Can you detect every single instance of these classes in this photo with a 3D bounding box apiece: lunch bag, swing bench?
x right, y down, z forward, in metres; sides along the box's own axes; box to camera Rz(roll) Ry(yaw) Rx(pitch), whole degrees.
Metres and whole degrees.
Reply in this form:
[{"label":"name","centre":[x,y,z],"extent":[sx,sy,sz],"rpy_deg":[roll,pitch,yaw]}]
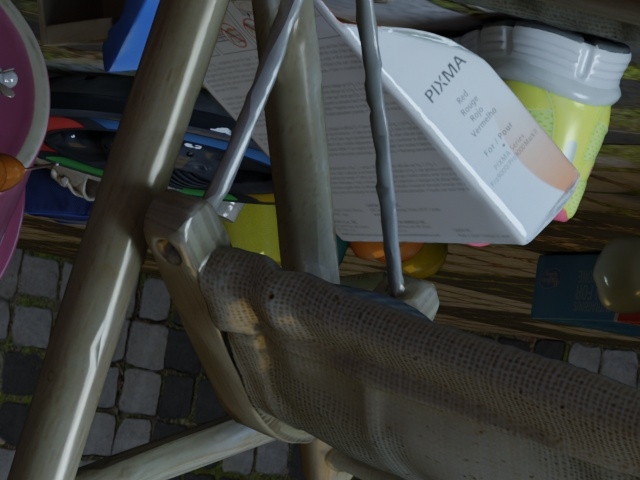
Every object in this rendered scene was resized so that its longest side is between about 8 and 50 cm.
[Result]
[{"label":"lunch bag","centre":[-0.180,-0.046,1.482],"extent":[0.098,0.067,0.065],"rpy_deg":[5,175,24]},{"label":"swing bench","centre":[0.062,0.007,0.488],"extent":[0.253,0.255,0.165],"rpy_deg":[20,-159,34]}]

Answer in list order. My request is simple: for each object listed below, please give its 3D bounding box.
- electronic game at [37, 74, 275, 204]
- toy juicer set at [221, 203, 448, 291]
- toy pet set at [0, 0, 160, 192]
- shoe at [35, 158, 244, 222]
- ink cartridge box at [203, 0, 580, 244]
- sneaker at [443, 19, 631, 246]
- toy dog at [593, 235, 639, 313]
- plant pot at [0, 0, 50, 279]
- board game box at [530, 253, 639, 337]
[{"label":"electronic game","centre":[-0.097,-0.058,1.228],"extent":[0.229,0.048,0.229],"rpy_deg":[9,172,1]},{"label":"toy juicer set","centre":[0.000,0.000,1.660],"extent":[0.209,0.089,0.329],"rpy_deg":[-3,168,-7]},{"label":"toy pet set","centre":[-0.090,-0.079,0.671],"extent":[0.065,0.122,0.114],"rpy_deg":[-2,-175,39]},{"label":"shoe","centre":[-0.149,-0.053,1.391],"extent":[0.219,0.058,0.076],"rpy_deg":[7,175,22]},{"label":"ink cartridge box","centre":[0.002,-0.073,0.775],"extent":[0.179,0.045,0.145],"rpy_deg":[51,157,-21]},{"label":"sneaker","centre":[0.065,-0.045,0.883],"extent":[0.081,0.094,0.208],"rpy_deg":[9,177,-18]},{"label":"toy dog","centre":[0.353,0.109,1.297],"extent":[0.395,0.284,0.408],"rpy_deg":[4,-177,1]},{"label":"plant pot","centre":[-0.221,-0.047,0.920],"extent":[0.201,0.201,0.180],"rpy_deg":[11,159,-26]},{"label":"board game box","centre":[0.394,0.069,1.792],"extent":[0.316,0.064,0.242],"rpy_deg":[11,175,-24]}]
